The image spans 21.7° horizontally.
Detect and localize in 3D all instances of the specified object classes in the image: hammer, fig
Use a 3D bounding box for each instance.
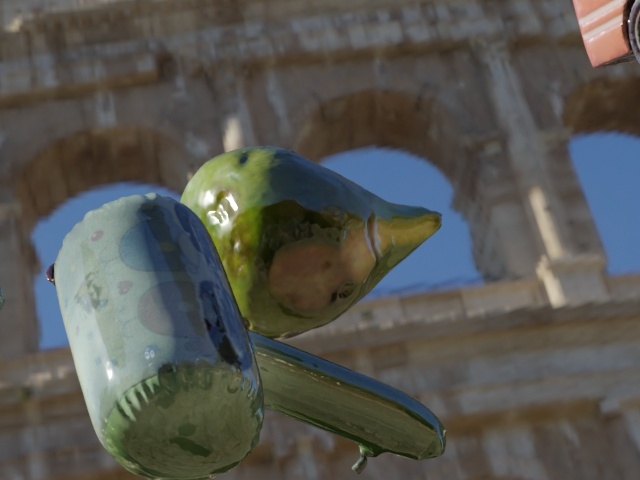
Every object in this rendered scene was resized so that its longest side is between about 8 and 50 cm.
[{"bbox_3d":[-0.034,0.101,1.196,0.336,0.206,0.119,26,-59,-39],"label":"hammer"},{"bbox_3d":[0.000,0.000,1.674,0.275,0.206,0.206,-9,-36,-33],"label":"fig"}]

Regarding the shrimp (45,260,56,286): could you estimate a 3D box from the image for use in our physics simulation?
[{"bbox_3d":[-0.238,0.051,1.881,0.133,0.236,0.053,13,-75,-19],"label":"shrimp"}]

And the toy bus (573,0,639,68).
[{"bbox_3d":[0.368,-0.277,1.229,0.203,0.233,0.427,-14,-7,-31],"label":"toy bus"}]

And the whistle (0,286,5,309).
[{"bbox_3d":[-0.443,0.046,1.836,0.186,0.093,0.274,-62,-30,4],"label":"whistle"}]
